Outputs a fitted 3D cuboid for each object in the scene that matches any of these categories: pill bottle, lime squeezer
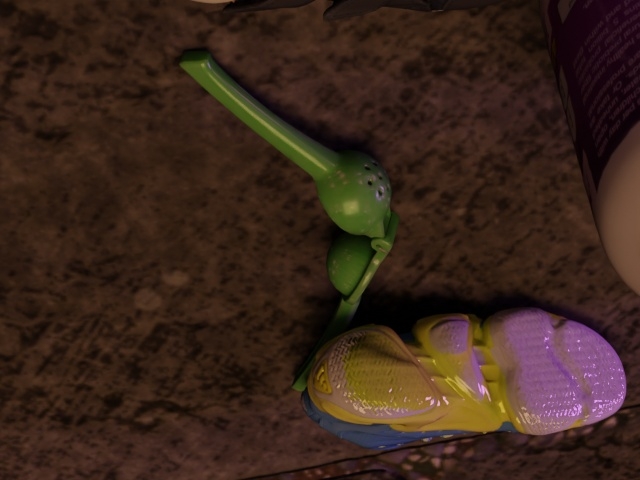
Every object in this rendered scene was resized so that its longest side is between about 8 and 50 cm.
[{"bbox_3d":[0.224,-0.061,1.000,0.169,0.301,0.169,-3,132,-3],"label":"pill bottle"},{"bbox_3d":[0.000,0.000,1.202,0.110,0.059,0.310,-12,133,5],"label":"lime squeezer"}]

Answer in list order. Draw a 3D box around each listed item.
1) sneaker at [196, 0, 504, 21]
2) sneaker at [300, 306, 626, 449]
[{"bbox_3d":[-0.009,-0.179,0.994,0.321,0.127,0.126,15,128,-20],"label":"sneaker"},{"bbox_3d":[0.094,0.103,1.301,0.240,0.091,0.126,6,160,-22],"label":"sneaker"}]
